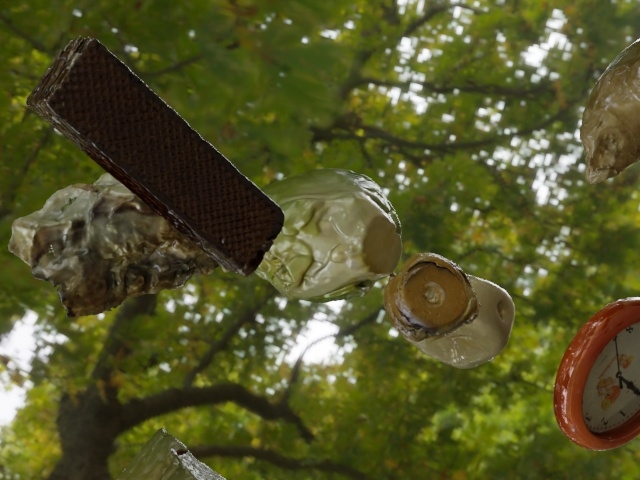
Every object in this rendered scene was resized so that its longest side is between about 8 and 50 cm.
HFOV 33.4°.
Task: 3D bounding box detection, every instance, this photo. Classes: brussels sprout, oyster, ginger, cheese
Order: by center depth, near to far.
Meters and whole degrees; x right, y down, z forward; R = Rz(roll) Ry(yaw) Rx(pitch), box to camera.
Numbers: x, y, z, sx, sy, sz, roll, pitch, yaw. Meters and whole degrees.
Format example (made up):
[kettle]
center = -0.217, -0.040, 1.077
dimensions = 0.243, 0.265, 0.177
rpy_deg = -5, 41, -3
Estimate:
[ginger]
center = 0.382, -0.167, 1.281
dimensions = 0.270, 0.123, 0.219
rpy_deg = -34, -3, -21
[oyster]
center = -0.281, -0.013, 1.608
dimensions = 0.355, 0.107, 0.201
rpy_deg = -17, -96, -31
[cheese]
center = 0.242, 0.145, 1.962
dimensions = 0.235, 0.218, 0.117
rpy_deg = 105, -179, -57
[brussels sprout]
center = 0.000, 0.000, 2.058
dimensions = 0.344, 0.344, 0.268
rpy_deg = -23, -68, -52

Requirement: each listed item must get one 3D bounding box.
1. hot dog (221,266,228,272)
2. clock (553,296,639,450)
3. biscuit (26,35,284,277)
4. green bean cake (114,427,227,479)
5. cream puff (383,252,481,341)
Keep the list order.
[hot dog]
center = -0.156, 0.024, 1.874
dimensions = 0.090, 0.034, 0.030
rpy_deg = -41, 15, 50
[clock]
center = 0.373, 0.168, 1.340
dimensions = 0.205, 0.051, 0.205
rpy_deg = -12, -65, -28
[biscuit]
center = -0.202, -0.099, 1.386
dimensions = 0.388, 0.073, 0.107
rpy_deg = 42, -109, -33
[green bean cake]
center = -0.089, 0.320, 1.036
dimensions = 0.124, 0.236, 0.233
rpy_deg = -48, -33, -10
[cream puff]
center = 0.153, 0.079, 1.476
dimensions = 0.104, 0.133, 0.119
rpy_deg = 141, 127, -69
